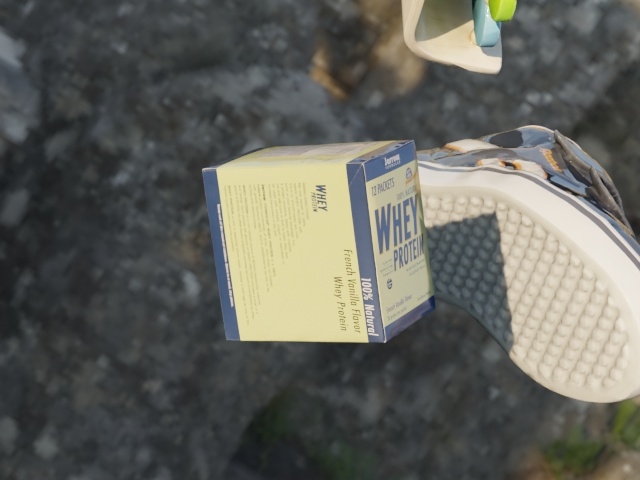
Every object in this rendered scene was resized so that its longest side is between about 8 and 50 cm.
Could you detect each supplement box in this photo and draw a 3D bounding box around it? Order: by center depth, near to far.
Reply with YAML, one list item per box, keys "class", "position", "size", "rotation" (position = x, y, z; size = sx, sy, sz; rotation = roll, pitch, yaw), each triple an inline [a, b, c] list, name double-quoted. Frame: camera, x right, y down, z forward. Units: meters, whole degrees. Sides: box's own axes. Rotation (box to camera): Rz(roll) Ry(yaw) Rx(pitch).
- class: "supplement box"
  position: [0.000, 0.000, 0.745]
  size: [0.083, 0.083, 0.056]
  rotation: [-2, 13, 28]

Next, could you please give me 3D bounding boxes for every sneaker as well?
- class: "sneaker"
  position: [0.142, -0.002, 1.017]
  size: [0.127, 0.126, 0.321]
  rotation: [-16, 24, -23]

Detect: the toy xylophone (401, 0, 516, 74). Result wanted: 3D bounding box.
- class: "toy xylophone"
  position: [0.106, -0.262, 1.061]
  size: [0.081, 0.236, 0.323]
  rotation: [1, -18, -7]
